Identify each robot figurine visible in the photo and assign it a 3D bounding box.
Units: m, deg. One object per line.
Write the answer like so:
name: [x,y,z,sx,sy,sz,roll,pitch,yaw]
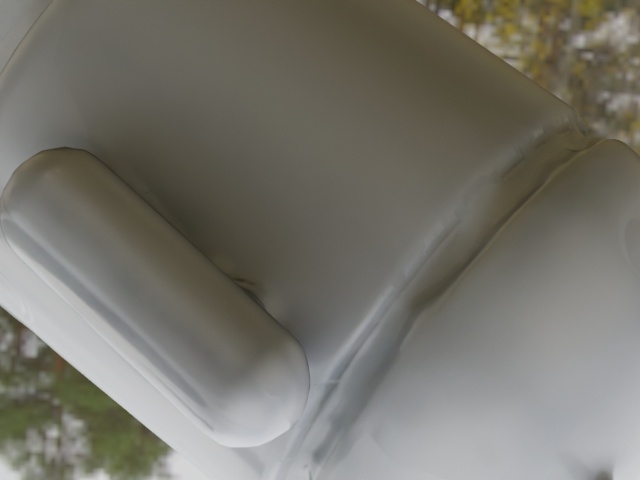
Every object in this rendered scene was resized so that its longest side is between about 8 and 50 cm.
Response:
robot figurine: [0.000,0.000,0.669,0.353,0.199,0.300,37,-155,16]
